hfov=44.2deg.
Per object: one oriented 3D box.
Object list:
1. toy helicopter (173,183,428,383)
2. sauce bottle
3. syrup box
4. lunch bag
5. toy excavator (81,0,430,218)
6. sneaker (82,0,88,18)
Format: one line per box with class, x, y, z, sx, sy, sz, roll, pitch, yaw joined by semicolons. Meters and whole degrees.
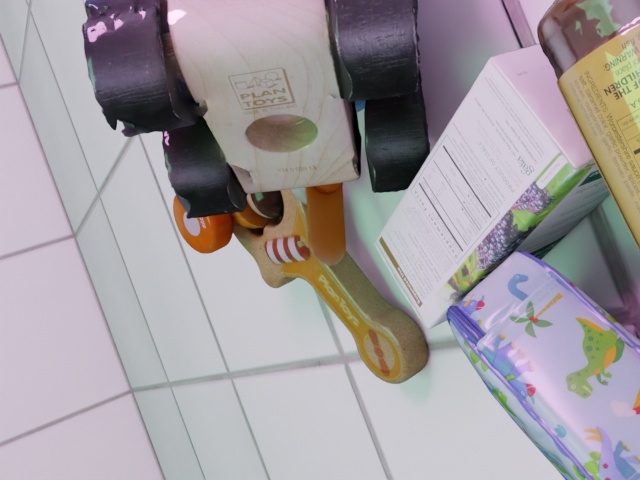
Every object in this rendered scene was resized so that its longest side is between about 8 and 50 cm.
toy helicopter;0.000;0.000;0.872;0.355;0.140;0.235;50;140;14
sauce bottle;0.233;0.013;0.410;0.344;0.111;0.111;66;154;5
syrup box;0.133;-0.033;0.585;0.096;0.093;0.237;59;152;20
lunch bag;0.189;0.121;0.529;0.219;0.090;0.176;49;-178;36
toy excavator;-0.058;-0.295;0.616;0.433;0.222;0.445;68;-165;-64
sneaker;-0.281;-0.391;1.088;0.366;0.135;0.150;45;148;39
